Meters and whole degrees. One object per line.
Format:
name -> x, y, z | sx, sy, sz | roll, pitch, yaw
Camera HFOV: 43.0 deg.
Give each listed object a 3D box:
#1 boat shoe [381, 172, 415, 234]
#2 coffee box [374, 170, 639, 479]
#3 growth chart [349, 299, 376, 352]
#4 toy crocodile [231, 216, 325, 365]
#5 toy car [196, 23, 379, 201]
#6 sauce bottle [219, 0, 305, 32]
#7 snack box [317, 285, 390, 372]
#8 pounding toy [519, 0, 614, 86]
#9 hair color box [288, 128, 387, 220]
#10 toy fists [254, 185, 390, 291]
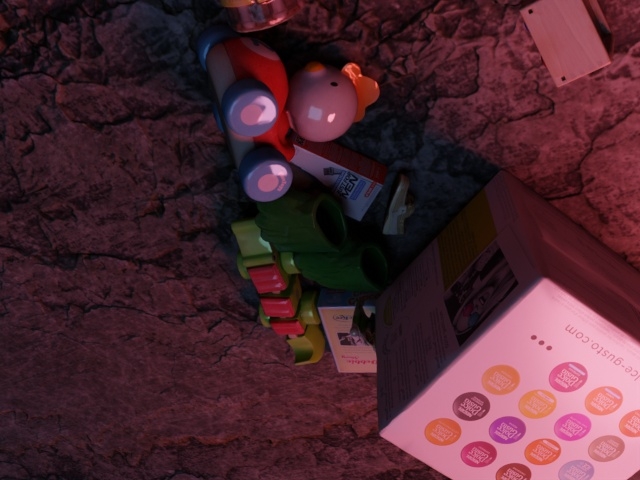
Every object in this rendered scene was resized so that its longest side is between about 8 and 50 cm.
boat shoe -> 0.133, -0.058, 1.335 | 0.045, 0.050, 0.135 | 11, 144, 0
coffee box -> 0.310, 0.165, 1.240 | 0.337, 0.338, 0.334 | 34, 115, -16
growth chart -> 0.142, 0.190, 1.406 | 0.237, 0.172, 0.021 | 37, 106, -10
toy crocodile -> -0.075, 0.092, 1.488 | 0.115, 0.105, 0.341 | -5, 130, 19
toy car -> -0.033, -0.209, 1.169 | 0.237, 0.219, 0.210 | -18, 131, -8
sauce bottle -> -0.111, -0.428, 0.961 | 0.111, 0.111, 0.344 | -5, 122, 19
snack box -> 0.170, 0.168, 1.524 | 0.321, 0.060, 0.187 | -3, 130, 17
pounding toy -> 0.311, -0.267, 1.047 | 0.100, 0.141, 0.130 | -22, 109, 31
hair color box -> 0.012, -0.108, 1.314 | 0.167, 0.053, 0.093 | 24, 135, -7
toy fists -> 0.000, 0.000, 1.357 | 0.142, 0.096, 0.279 | -2, 151, 34
